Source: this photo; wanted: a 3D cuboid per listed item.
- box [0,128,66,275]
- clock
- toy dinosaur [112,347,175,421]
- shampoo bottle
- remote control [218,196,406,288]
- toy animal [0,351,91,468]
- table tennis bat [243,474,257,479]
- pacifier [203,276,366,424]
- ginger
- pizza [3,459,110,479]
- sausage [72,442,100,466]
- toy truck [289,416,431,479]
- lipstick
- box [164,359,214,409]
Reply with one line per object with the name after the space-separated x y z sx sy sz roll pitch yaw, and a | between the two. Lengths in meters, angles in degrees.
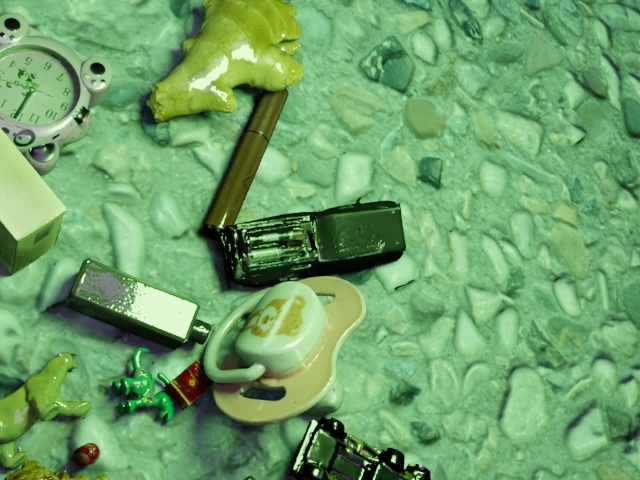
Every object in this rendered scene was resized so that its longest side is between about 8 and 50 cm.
-0.505 -0.057 1.261 0.168 0.212 0.095 49 61 -2 | box
-0.514 -0.255 1.400 0.228 0.090 0.247 26 65 -13 | clock
-0.297 0.248 1.340 0.096 0.059 0.132 -7 80 -39 | toy dinosaur
-0.308 0.118 1.361 0.246 0.080 0.079 25 65 -15 | shampoo bottle
0.000 0.000 1.529 0.399 0.062 0.144 -10 93 -29 | remote control
-0.460 0.263 1.247 0.219 0.103 0.101 -38 66 -26 | toy animal
-0.026 0.522 1.378 0.301 0.022 0.173 46 60 -5 | table tennis bat
-0.045 0.196 1.369 0.273 0.220 0.332 36 49 -9 | pacifier
-0.172 -0.346 1.575 0.236 0.166 0.375 33 76 -18 | ginger
-0.388 0.391 1.161 0.226 0.086 0.336 34 16 35 | pizza
-0.363 0.334 1.231 0.034 0.129 0.034 7 71 -21 | sausage
0.066 0.424 1.395 0.257 0.127 0.127 33 55 -10 | toy truck
-0.144 -0.159 1.547 0.057 0.057 0.356 26 63 -14 | lipstick
-0.226 0.249 1.366 0.051 0.023 0.082 50 34 1 | box
